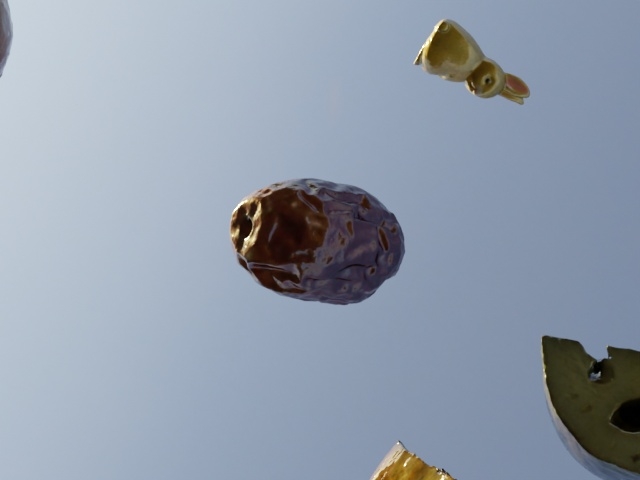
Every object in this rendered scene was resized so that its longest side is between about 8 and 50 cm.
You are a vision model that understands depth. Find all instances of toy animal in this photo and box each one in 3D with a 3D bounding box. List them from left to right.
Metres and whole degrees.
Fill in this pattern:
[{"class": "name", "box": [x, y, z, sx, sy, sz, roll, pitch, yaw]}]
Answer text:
[{"class": "toy animal", "box": [0.211, -0.229, 1.421, 0.070, 0.159, 0.083, -56, -176, -24]}]

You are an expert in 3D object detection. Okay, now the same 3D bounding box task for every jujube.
[{"class": "jujube", "box": [0.000, 0.000, 1.404, 0.174, 0.250, 0.174, -18, -115, 45]}]

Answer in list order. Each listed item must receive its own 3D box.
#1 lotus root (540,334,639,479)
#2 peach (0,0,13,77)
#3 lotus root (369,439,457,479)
[{"class": "lotus root", "box": [0.309, 0.166, 0.969, 0.235, 0.119, 0.138, 14, -114, 17]}, {"class": "peach", "box": [-0.469, -0.235, 0.998, 0.373, 0.372, 0.290, 33, -100, 39]}, {"class": "lotus root", "box": [0.086, 0.235, 0.777, 0.159, 0.095, 0.135, 27, -108, 20]}]
